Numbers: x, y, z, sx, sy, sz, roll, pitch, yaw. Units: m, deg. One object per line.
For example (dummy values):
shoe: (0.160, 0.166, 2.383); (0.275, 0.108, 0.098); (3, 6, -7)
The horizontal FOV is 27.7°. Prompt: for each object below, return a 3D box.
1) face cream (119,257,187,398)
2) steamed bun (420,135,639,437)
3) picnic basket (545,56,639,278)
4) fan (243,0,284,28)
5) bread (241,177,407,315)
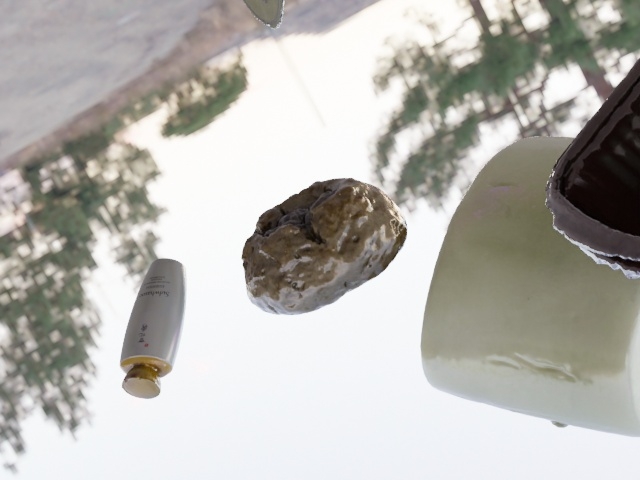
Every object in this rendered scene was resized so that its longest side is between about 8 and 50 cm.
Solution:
face cream: (-0.201, 0.104, 1.574); (0.072, 0.051, 0.182); (-5, -129, 17)
steamed bun: (0.354, 0.027, 1.773); (0.371, 0.290, 0.456); (13, -135, 27)
picnic basket: (0.277, -0.074, 0.718); (0.297, 0.129, 0.222); (-49, -161, 2)
fan: (-0.107, -0.377, 1.557); (0.011, 0.230, 0.335); (-21, -149, -17)
bread: (0.000, 0.000, 1.664); (0.230, 0.123, 0.230); (-27, -168, 6)
